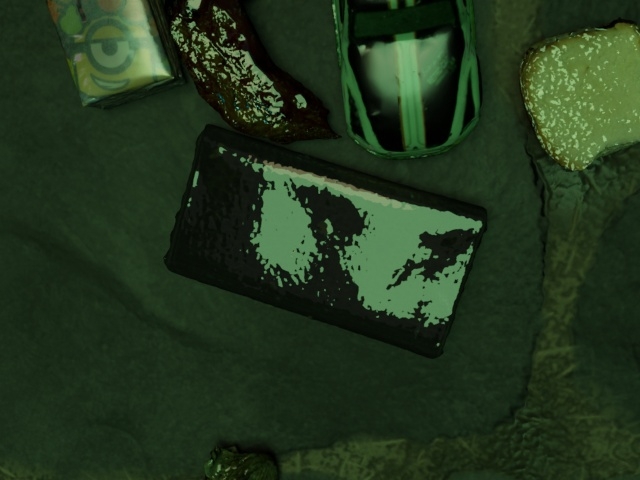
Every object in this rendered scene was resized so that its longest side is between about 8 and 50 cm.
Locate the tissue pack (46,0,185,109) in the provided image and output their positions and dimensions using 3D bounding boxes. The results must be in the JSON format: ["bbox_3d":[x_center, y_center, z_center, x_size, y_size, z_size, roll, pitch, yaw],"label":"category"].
[{"bbox_3d":[-0.214,-0.221,0.635,0.109,0.060,0.148,-14,100,10],"label":"tissue pack"}]

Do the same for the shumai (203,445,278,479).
[{"bbox_3d":[-0.101,0.283,0.730,0.081,0.082,0.083,14,91,44],"label":"shumai"}]

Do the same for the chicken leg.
[{"bbox_3d":[-0.081,-0.178,0.624,0.105,0.063,0.233,-31,98,18],"label":"chicken leg"}]

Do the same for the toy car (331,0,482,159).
[{"bbox_3d":[0.073,-0.225,0.558,0.136,0.125,0.305,-5,99,9],"label":"toy car"}]

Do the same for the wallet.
[{"bbox_3d":[0.000,0.000,0.657,0.322,0.044,0.170,18,103,8],"label":"wallet"}]

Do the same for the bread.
[{"bbox_3d":[0.256,-0.138,0.590,0.126,0.044,0.129,-19,95,5],"label":"bread"}]
